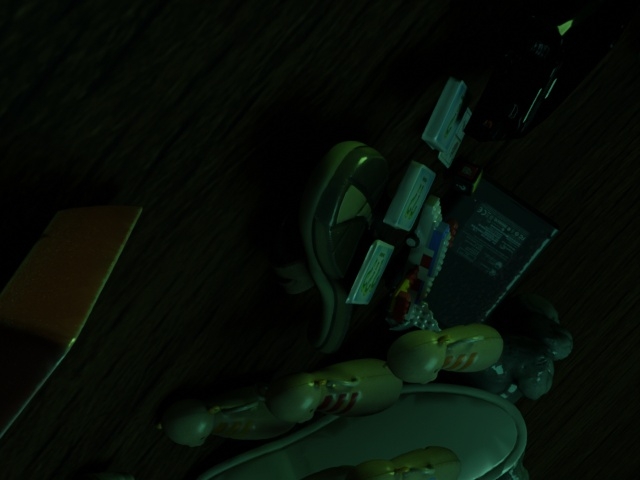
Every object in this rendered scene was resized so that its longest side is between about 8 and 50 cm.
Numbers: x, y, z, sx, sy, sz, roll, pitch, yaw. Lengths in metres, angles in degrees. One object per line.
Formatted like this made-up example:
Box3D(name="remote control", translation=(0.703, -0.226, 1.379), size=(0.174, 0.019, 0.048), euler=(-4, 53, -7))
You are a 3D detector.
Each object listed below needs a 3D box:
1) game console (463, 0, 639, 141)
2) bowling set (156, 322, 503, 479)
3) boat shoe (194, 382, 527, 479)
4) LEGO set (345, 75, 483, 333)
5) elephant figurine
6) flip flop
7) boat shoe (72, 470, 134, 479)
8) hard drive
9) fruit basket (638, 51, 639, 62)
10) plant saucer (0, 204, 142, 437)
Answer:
Box3D(name="game console", translation=(0.224, -0.231, 1.150), size=(0.213, 0.044, 0.361), euler=(-40, 161, -48))
Box3D(name="bowling set", translation=(0.026, 0.185, 1.278), size=(0.287, 0.200, 0.154), euler=(-24, 166, 34))
Box3D(name="boat shoe", translation=(0.034, 0.214, 1.467), size=(0.319, 0.116, 0.099), euler=(-18, 162, 1))
Box3D(name="LEGO set", translation=(0.096, -0.020, 1.248), size=(0.182, 0.060, 0.244), euler=(-65, 169, 1))
Box3D(name="elephant figurine", translation=(0.139, 0.167, 1.555), size=(0.169, 0.186, 0.239), euler=(-46, 159, -58))
Box3D(name="flip flop", translation=(0.000, 0.000, 1.185), size=(0.277, 0.080, 0.112), euler=(79, 34, -69))
Box3D(name="boat shoe", translation=(-0.202, 0.254, 1.322), size=(0.048, 0.056, 0.153), euler=(-2, 126, -49))
Box3D(name="hard drive", translation=(0.134, 0.014, 1.408), size=(0.135, 0.094, 0.022), euler=(-52, -168, 19))
Box3D(name="fruit basket", translation=(0.419, -0.206, 1.268), size=(0.283, 0.392, 0.392), euler=(-37, 155, 2))
Box3D(name="plant saucer", translation=(-0.214, 0.097, 0.936), size=(0.258, 0.047, 0.259), euler=(-50, -170, 15))
